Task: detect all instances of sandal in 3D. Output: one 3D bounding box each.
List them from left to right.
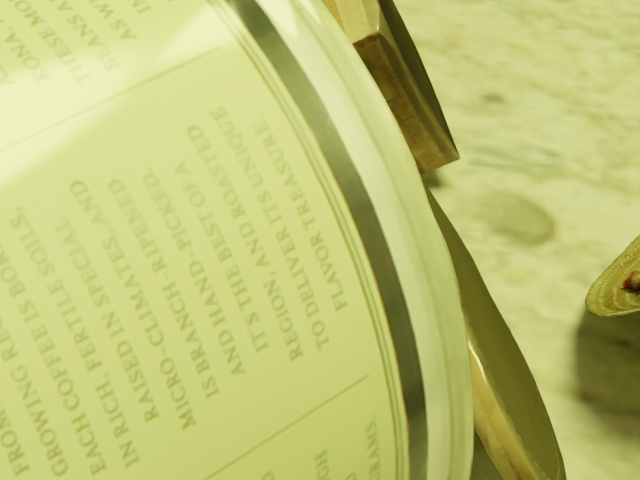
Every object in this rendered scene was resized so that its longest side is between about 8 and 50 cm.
[{"bbox_3d":[0.003,0.005,0.541,0.079,0.088,0.240,-25,36,10],"label":"sandal"}]

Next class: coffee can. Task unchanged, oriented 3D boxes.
[{"bbox_3d":[-0.136,0.054,0.351,0.275,0.201,0.201,-30,54,-34],"label":"coffee can"}]

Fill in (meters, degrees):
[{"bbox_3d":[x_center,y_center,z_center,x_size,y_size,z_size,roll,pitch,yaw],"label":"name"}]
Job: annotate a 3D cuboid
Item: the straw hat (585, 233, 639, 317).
[{"bbox_3d":[0.149,0.007,0.547,0.144,0.144,0.061,-36,96,-38],"label":"straw hat"}]
